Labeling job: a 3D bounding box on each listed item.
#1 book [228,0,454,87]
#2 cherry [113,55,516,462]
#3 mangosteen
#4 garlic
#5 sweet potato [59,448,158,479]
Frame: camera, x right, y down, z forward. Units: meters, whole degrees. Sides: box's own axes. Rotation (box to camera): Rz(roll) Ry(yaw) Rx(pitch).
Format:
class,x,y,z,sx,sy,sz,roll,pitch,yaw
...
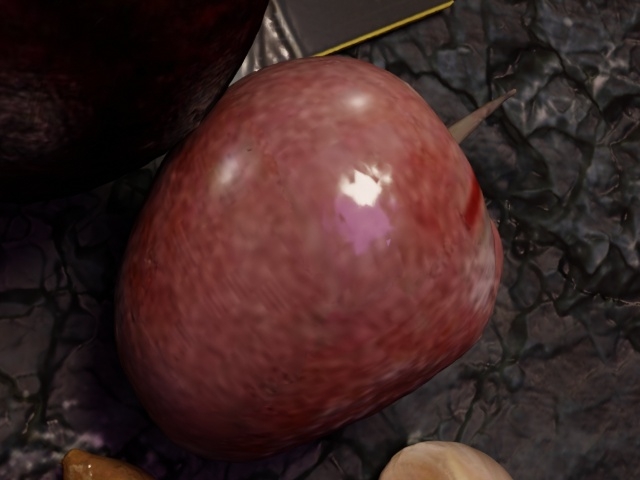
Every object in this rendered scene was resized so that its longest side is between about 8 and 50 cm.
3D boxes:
class,x,y,z,sx,sy,sz,roll,pitch,yaw
book,-0.107,-0.224,0.792,0.374,0.028,0.262,-25,93,-25
cherry,0.000,0.000,0.682,0.285,0.236,0.213,-42,63,7
mangosteen,-0.186,-0.160,0.557,0.347,0.307,0.307,-23,90,-38
garlic,0.114,0.212,0.775,0.174,0.099,0.124,32,51,-19
sweet potato,-0.080,0.208,0.710,0.218,0.051,0.065,43,65,-10
